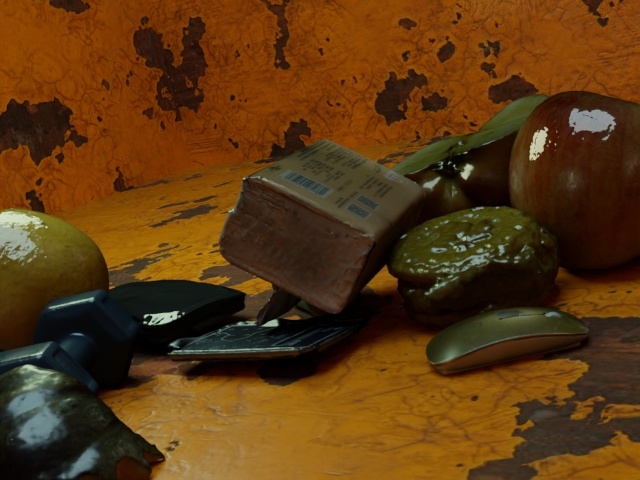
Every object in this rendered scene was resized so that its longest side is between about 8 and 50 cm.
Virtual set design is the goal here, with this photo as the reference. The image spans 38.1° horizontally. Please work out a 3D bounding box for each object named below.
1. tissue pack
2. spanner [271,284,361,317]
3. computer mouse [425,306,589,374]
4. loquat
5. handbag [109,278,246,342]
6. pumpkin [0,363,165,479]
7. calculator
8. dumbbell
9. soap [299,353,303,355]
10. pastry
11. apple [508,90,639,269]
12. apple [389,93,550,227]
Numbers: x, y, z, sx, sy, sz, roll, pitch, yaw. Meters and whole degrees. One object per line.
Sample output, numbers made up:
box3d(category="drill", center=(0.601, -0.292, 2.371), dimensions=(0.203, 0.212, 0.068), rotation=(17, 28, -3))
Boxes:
box3d(category="tissue pack", center=(0.000, 0.000, 1.420), dimensions=(0.239, 0.238, 0.305), rotation=(-8, 13, 22))
box3d(category="spanner", center=(-0.028, 0.076, 1.604), dimensions=(0.096, 0.040, 0.325), rotation=(-18, 14, -19))
box3d(category="computer mouse", center=(0.227, 0.117, 1.143), dimensions=(0.199, 0.044, 0.102), rotation=(-13, 14, 3))
box3d(category="loquat", center=(-0.477, 0.074, 1.493), dimensions=(0.275, 0.274, 0.275), rotation=(-12, 12, 3))
box3d(category="handbag", center=(-0.283, 0.118, 1.594), dimensions=(0.192, 0.075, 0.332), rotation=(-22, 14, -38))
box3d(category="pumpkin", center=(-0.317, 0.219, 1.012), dimensions=(0.254, 0.149, 0.130), rotation=(-11, 4, 5))
box3d(category="calculator", center=(-0.077, 0.140, 1.327), dimensions=(0.274, 0.028, 0.166), rotation=(-6, 6, 36))
box3d(category="dumbbell", center=(-0.347, 0.175, 1.239), dimensions=(0.160, 0.144, 0.325), rotation=(-10, 13, 3))
box3d(category="soap", center=(-0.060, 0.160, 1.317), dimensions=(0.089, 0.012, 0.034), rotation=(-8, 10, 19))
box3d(category="pastry", center=(0.224, 0.046, 1.316), dimensions=(0.240, 0.132, 0.235), rotation=(-22, 21, -10))
box3d(category="apple", center=(0.422, -0.082, 1.406), dimensions=(0.302, 0.301, 0.301), rotation=(-12, 12, 3))
box3d(category="apple", center=(0.263, -0.131, 1.671), dimensions=(0.295, 0.328, 0.365), rotation=(25, 22, 7))
